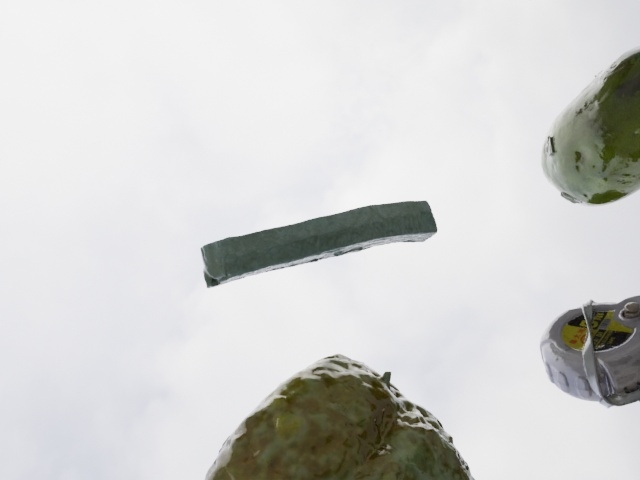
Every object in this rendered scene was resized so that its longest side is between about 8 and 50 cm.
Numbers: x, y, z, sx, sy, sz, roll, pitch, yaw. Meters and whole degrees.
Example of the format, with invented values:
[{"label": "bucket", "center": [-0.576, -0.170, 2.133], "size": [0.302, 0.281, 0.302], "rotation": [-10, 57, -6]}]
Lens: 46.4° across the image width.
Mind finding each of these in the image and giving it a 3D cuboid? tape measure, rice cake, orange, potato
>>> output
[{"label": "tape measure", "center": [0.460, 0.174, 1.209], "size": [0.236, 0.197, 0.120], "rotation": [-40, -60, -35]}, {"label": "rice cake", "center": [0.000, 0.000, 0.749], "size": [0.245, 0.042, 0.045], "rotation": [-13, -103, -17]}, {"label": "orange", "center": [0.059, 0.291, 0.745], "size": [0.271, 0.210, 0.369], "rotation": [-49, -59, -37]}, {"label": "potato", "center": [0.400, -0.148, 0.993], "size": [0.148, 0.253, 0.186], "rotation": [45, -120, 2]}]
